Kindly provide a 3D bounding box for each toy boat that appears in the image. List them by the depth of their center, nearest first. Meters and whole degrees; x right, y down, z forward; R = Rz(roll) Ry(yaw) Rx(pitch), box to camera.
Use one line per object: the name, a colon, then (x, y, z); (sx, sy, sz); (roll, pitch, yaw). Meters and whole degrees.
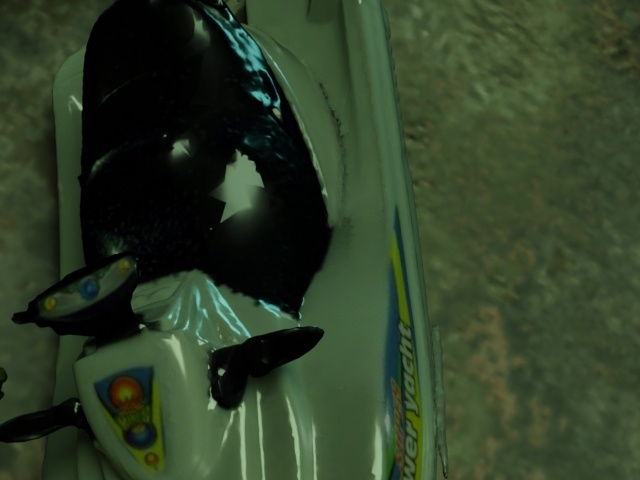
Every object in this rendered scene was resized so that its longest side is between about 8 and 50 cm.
toy boat: (-0.035, 0.015, 0.630); (0.141, 0.140, 0.269); (12, 45, -11)

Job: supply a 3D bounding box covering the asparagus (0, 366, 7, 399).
asparagus: (-0.256, 0.089, 0.547); (0.382, 0.108, 0.128); (-35, 76, -30)
